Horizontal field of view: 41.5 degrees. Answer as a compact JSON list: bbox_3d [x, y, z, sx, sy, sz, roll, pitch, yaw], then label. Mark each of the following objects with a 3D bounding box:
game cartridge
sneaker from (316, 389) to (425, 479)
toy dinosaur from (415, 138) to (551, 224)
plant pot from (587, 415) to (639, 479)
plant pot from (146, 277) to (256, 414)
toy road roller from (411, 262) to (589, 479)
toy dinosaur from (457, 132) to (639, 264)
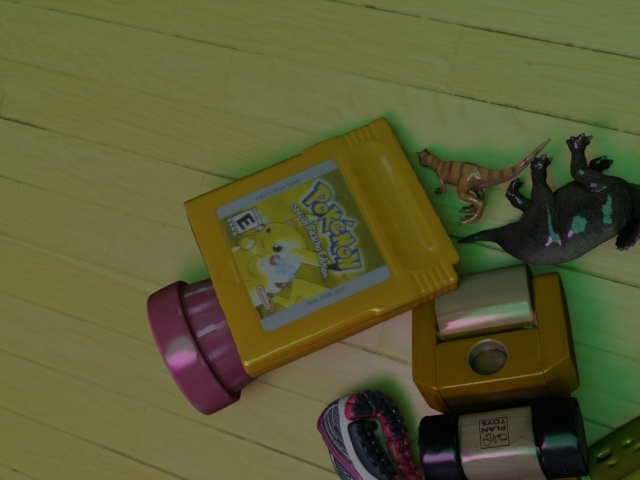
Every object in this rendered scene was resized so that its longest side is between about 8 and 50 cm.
[{"bbox_3d":[0.000,0.000,1.177,0.323,0.053,0.285,-24,63,-1],"label":"game cartridge"},{"bbox_3d":[0.098,0.363,1.230,0.112,0.121,0.299,-28,82,47],"label":"sneaker"},{"bbox_3d":[0.211,-0.083,1.163,0.211,0.064,0.112,10,121,41],"label":"toy dinosaur"},{"bbox_3d":[0.475,0.330,1.039,0.227,0.207,0.228,-35,81,16],"label":"plant pot"},{"bbox_3d":[-0.132,0.130,1.260,0.180,0.201,0.201,-28,82,2],"label":"plant pot"},{"bbox_3d":[0.252,0.220,1.144,0.202,0.240,0.329,-12,50,19],"label":"toy road roller"},{"bbox_3d":[0.324,-0.034,1.117,0.313,0.121,0.160,-16,59,18],"label":"toy dinosaur"}]
